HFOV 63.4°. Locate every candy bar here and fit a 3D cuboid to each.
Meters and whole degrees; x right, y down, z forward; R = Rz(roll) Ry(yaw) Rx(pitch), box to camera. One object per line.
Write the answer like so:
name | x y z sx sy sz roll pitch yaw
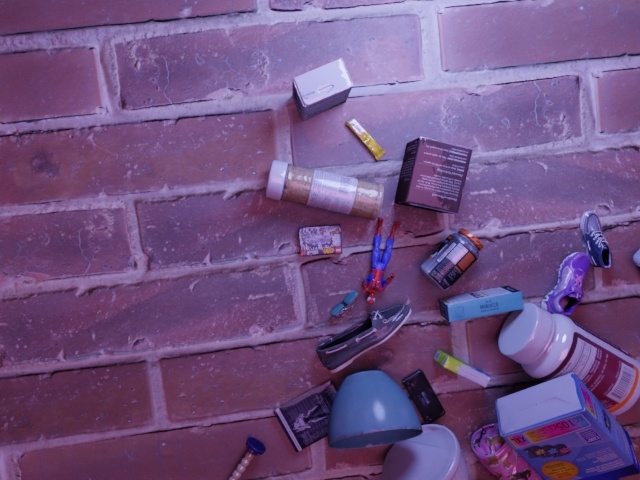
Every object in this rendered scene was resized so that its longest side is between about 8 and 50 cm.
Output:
candy bar | 0.143 -0.328 1.650 0.040 0.018 0.161 -43 95 -3

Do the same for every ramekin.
ramekin | 0.340 0.728 1.633 0.273 0.273 0.127 -37 107 0

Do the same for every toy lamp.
toy lamp | -0.283 0.776 1.682 0.080 0.080 0.275 31 91 -6

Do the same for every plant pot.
plant pot | 0.154 0.520 1.614 0.290 0.290 0.195 -7 61 -3

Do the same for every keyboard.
keyboard | 0.333 0.531 1.731 0.108 0.023 0.180 -30 95 -7

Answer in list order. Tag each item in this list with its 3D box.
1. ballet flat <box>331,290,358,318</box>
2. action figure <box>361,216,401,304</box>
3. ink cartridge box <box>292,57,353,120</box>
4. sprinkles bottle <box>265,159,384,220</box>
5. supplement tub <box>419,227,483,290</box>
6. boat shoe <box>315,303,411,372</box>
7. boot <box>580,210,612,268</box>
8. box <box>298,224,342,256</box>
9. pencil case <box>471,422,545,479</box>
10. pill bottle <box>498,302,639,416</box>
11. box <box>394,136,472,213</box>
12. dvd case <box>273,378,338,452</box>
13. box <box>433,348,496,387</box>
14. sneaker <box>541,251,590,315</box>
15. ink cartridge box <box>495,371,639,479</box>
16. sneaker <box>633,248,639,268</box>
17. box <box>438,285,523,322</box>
ballet flat | 0.084 0.212 1.685 0.114 0.041 0.041 -42 96 1
action figure | 0.191 0.074 1.631 0.091 0.139 0.280 12 96 -3
ink cartridge box | 0.002 -0.443 1.535 0.154 0.212 0.093 -24 95 -1
sprinkles bottle | 0.013 -0.154 1.604 0.355 0.121 0.121 12 94 -5
supplement tub | 0.419 0.059 1.650 0.117 0.117 0.190 44 90 -6
boat shoe | 0.135 0.294 1.654 0.335 0.112 0.095 -37 100 3
boot | 0.908 -0.003 1.691 0.069 0.086 0.190 -13 95 -2
box | 0.000 0.000 1.663 0.137 0.027 0.094 -5 96 -4
pencil case | 0.663 0.777 1.700 0.167 0.160 0.386 -40 96 -21
pill bottle | 0.785 0.372 1.645 0.392 0.224 0.224 30 92 -5
box | 0.342 -0.197 1.598 0.167 0.168 0.203 11 94 -5
dvd case | -0.021 0.579 1.713 0.221 0.018 0.164 -28 97 -2
box | 0.467 0.419 1.685 0.178 0.109 0.042 27 89 -5
sneaker | 0.821 0.152 1.690 0.095 0.104 0.236 27 91 -4
ink cartridge box | 0.770 0.613 1.589 0.270 0.151 0.395 -34 113 31
sneaker | 1.236 0.057 1.697 0.365 0.137 0.210 -28 96 4
box | 0.517 0.204 1.677 0.244 0.100 0.060 -10 96 -2
